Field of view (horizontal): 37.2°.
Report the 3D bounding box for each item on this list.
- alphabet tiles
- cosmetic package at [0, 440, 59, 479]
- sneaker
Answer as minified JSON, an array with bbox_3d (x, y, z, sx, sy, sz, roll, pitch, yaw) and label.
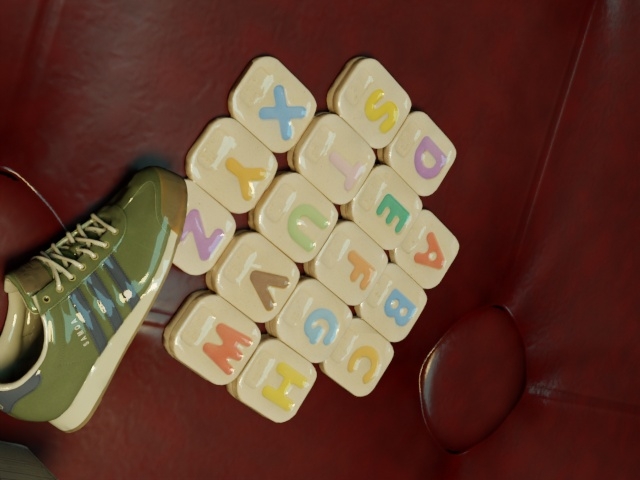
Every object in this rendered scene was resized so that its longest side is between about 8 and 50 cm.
[{"bbox_3d":[0.000,0.000,0.764,0.278,0.021,0.284,42,75,-36],"label":"alphabet tiles"},{"bbox_3d":[-0.237,0.254,0.601,0.060,0.099,0.239,24,87,-38],"label":"cosmetic package"},{"bbox_3d":[-0.161,0.030,0.622,0.086,0.064,0.192,26,88,-43],"label":"sneaker"}]
